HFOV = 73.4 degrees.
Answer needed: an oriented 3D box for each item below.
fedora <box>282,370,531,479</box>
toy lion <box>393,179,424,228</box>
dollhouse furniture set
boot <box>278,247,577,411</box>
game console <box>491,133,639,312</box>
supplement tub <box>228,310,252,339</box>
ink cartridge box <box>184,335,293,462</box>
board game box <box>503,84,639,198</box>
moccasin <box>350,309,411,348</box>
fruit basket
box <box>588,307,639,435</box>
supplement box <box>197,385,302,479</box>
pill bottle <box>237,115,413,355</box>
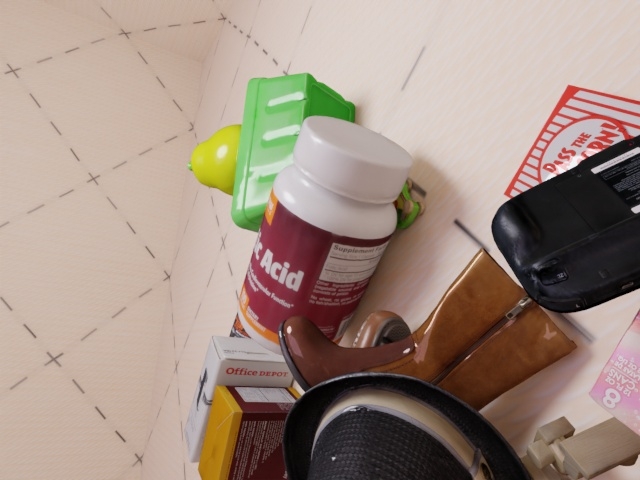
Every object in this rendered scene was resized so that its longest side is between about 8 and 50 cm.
[{"bbox_3d":[0.073,0.318,0.459,0.333,0.152,0.335,7,107,21],"label":"fedora"},{"bbox_3d":[0.139,-0.059,0.788,0.100,0.034,0.096,-107,33,-41],"label":"toy lion"},{"bbox_3d":[0.290,0.233,0.405,0.144,0.123,0.151,-121,15,-51],"label":"dollhouse furniture set"},{"bbox_3d":[0.109,0.120,0.533,0.264,0.096,0.280,46,109,19],"label":"boot"},{"bbox_3d":[0.293,-0.073,0.289,0.360,0.044,0.213,-27,38,13],"label":"game console"},{"bbox_3d":[-0.190,0.244,1.184,0.106,0.105,0.198,47,121,56],"label":"supplement tub"},{"bbox_3d":[-0.195,0.381,1.042,0.114,0.196,0.273,38,112,59],"label":"ink cartridge box"},{"bbox_3d":[0.313,-0.071,0.460,0.147,0.045,0.193,-67,30,20],"label":"board game box"},{"bbox_3d":[0.049,0.285,0.724,0.147,0.139,0.381,37,121,50],"label":"moccasin"},{"bbox_3d":[-0.123,-0.184,1.034,0.391,0.282,0.393,-17,66,42],"label":"fruit basket"},{"bbox_3d":[0.343,0.126,0.221,0.300,0.153,0.142,44,117,56],"label":"box"},{"bbox_3d":[-0.134,0.428,0.915,0.129,0.193,0.192,13,91,61],"label":"supplement box"},{"bbox_3d":[0.000,0.000,0.773,0.393,0.223,0.224,-69,29,28],"label":"pill bottle"}]
